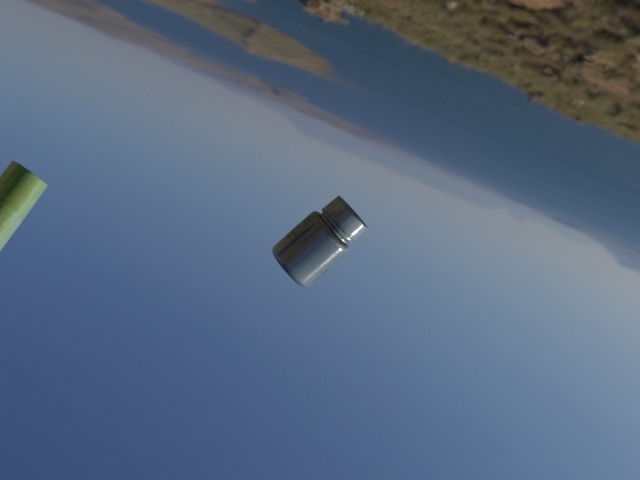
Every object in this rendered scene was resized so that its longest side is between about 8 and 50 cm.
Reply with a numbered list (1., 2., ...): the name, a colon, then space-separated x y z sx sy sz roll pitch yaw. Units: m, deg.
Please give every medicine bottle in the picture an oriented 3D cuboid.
1. medicine bottle: 0.000 0.000 1.170 0.080 0.130 0.080 49 -174 -7

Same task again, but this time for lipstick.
1. lipstick: -0.550 0.014 1.259 0.076 0.304 0.076 31 166 9
